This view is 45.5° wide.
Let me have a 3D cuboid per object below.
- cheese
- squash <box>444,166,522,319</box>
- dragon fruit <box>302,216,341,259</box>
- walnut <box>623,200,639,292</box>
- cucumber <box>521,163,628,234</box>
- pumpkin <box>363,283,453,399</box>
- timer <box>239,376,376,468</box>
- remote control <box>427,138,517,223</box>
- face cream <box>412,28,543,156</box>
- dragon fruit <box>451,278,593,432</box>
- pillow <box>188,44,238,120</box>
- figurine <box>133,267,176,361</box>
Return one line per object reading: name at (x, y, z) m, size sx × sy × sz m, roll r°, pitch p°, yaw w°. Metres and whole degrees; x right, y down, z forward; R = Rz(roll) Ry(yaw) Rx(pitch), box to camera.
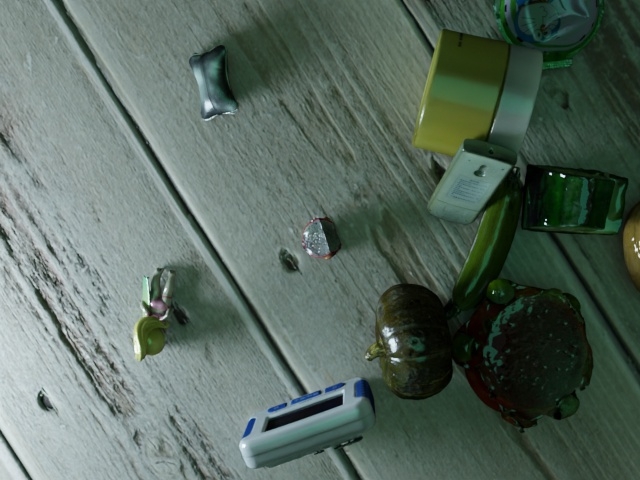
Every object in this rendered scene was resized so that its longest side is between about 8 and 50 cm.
cheese at (0.419, -0.478, 1.415) m, size 0.204 × 0.083 × 0.320 m, roll -5°, pitch 93°, yaw 4°
squash at (0.317, 0.012, 1.447) m, size 0.080 × 0.071 × 0.318 m, roll 20°, pitch 100°, yaw -16°
dragon fruit at (0.000, 0.000, 1.480) m, size 0.060 × 0.056 × 0.083 m, roll -26°, pitch 83°, yaw 27°
walnut at (0.637, 0.011, 1.388) m, size 0.165 × 0.165 × 0.197 m, roll -4°, pitch 95°, yaw 4°
cucumber at (0.453, -0.076, 1.388) m, size 0.191 × 0.191 × 0.130 m, roll 2°, pitch 92°, yaw 4°
pumpkin at (0.157, 0.189, 1.404) m, size 0.162 × 0.219 × 0.219 m, roll -12°, pitch 92°, yaw 0°
timer at (-0.019, 0.347, 1.435) m, size 0.253 × 0.178 × 0.078 m, roll -20°, pitch 96°, yaw 5°
remote control at (0.268, -0.101, 1.377) m, size 0.098 × 0.233 × 0.038 m, roll 15°, pitch 63°, yaw -2°
face cream at (0.276, -0.253, 1.367) m, size 0.179 × 0.218 × 0.218 m, roll 14°, pitch 93°, yaw 4°
dragon fruit at (0.379, 0.199, 1.417) m, size 0.268 × 0.130 × 0.295 m, roll -21°, pitch 96°, yaw -1°
pillow at (-0.208, -0.305, 1.477) m, size 0.091 × 0.055 × 0.135 m, roll -9°, pitch 90°, yaw 6°
figurine at (-0.329, 0.145, 1.501) m, size 0.083 × 0.083 × 0.187 m, roll 14°, pitch 84°, yaw 3°
